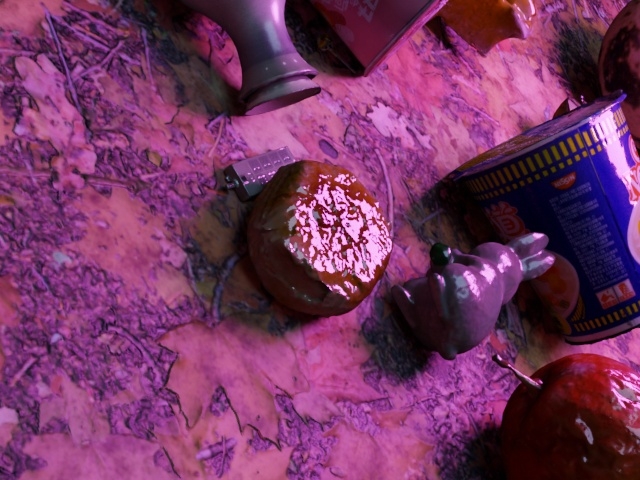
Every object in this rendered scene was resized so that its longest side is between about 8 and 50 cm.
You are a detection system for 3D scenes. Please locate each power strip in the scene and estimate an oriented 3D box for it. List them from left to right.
[{"bbox_3d":[-0.072,-0.082,1.309,0.136,0.019,0.050,-23,83,-51],"label":"power strip"}]

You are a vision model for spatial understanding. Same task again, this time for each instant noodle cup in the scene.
[{"bbox_3d":[0.073,-0.401,1.520,0.231,0.243,0.243,45,40,-3],"label":"instant noodle cup"},{"bbox_3d":[0.385,-0.022,1.563,0.284,0.284,0.312,-33,97,-51],"label":"instant noodle cup"}]

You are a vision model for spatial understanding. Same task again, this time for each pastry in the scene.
[{"bbox_3d":[0.000,0.000,1.266,0.182,0.093,0.192,42,45,-18],"label":"pastry"}]

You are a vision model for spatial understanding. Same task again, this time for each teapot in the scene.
[{"bbox_3d":[-0.089,-0.292,1.334,0.184,0.184,0.250,-19,91,-50],"label":"teapot"}]

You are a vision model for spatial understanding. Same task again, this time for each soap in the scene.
[{"bbox_3d":[0.250,-0.517,1.825,0.304,0.169,0.338,40,43,-18],"label":"soap"}]

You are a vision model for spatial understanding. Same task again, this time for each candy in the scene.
[{"bbox_3d":[0.026,-0.274,1.543,0.083,0.023,0.025,37,27,-32],"label":"candy"}]

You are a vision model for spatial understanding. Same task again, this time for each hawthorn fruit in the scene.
[{"bbox_3d":[0.321,0.235,1.329,0.271,0.242,0.242,46,39,2],"label":"hawthorn fruit"}]

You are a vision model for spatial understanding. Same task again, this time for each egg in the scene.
[{"bbox_3d":[0.729,-0.305,2.020,0.428,0.345,0.345,39,42,-28],"label":"egg"}]

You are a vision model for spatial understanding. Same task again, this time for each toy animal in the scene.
[{"bbox_3d":[0.215,0.060,1.409,0.251,0.125,0.127,-21,121,-41],"label":"toy animal"}]

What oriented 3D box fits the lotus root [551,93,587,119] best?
[{"bbox_3d":[0.445,-0.153,1.842,0.183,0.078,0.203,38,48,-40],"label":"lotus root"}]
